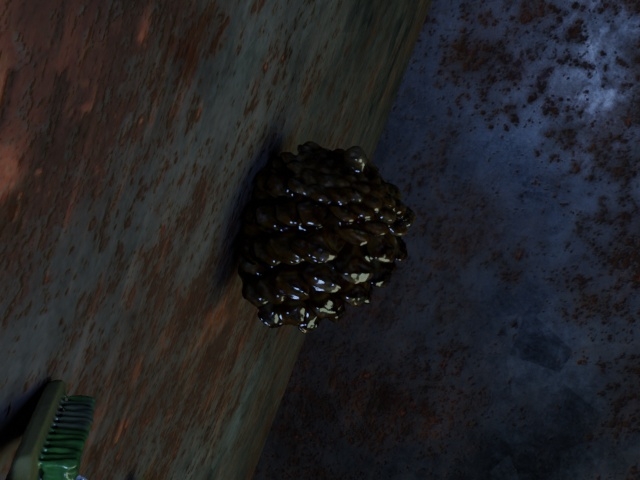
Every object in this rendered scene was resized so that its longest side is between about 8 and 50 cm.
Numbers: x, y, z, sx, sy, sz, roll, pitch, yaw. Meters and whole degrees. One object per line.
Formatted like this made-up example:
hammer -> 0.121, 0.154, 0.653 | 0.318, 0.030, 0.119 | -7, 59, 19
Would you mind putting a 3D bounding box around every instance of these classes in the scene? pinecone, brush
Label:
pinecone -> 0.000, 0.000, 1.149 | 0.272, 0.224, 0.224 | -62, 176, 25
brush -> -0.191, 0.173, 0.582 | 0.282, 0.048, 0.054 | -111, -145, -74

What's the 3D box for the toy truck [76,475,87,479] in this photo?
toy truck -> -0.225, 0.302, 0.759 | 0.110, 0.116, 0.216 | -55, 166, -60
